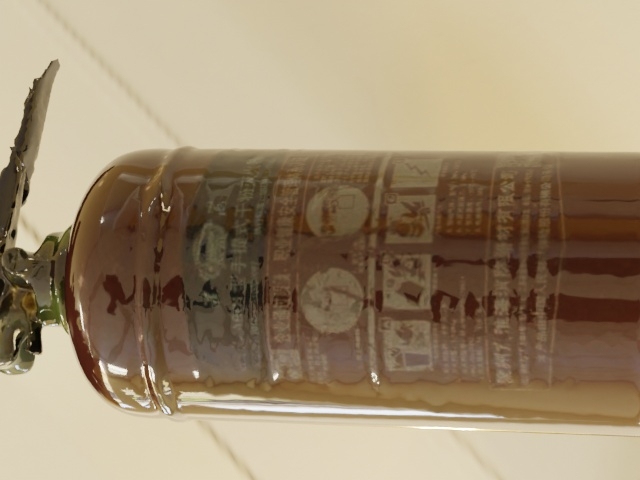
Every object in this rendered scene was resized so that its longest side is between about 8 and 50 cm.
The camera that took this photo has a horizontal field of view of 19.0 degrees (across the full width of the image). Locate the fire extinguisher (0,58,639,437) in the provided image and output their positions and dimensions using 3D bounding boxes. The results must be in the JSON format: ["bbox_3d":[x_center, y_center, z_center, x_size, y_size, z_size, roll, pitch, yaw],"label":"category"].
[{"bbox_3d":[0.000,0.000,0.692,0.344,0.102,0.138,2,-107,12],"label":"fire extinguisher"}]
